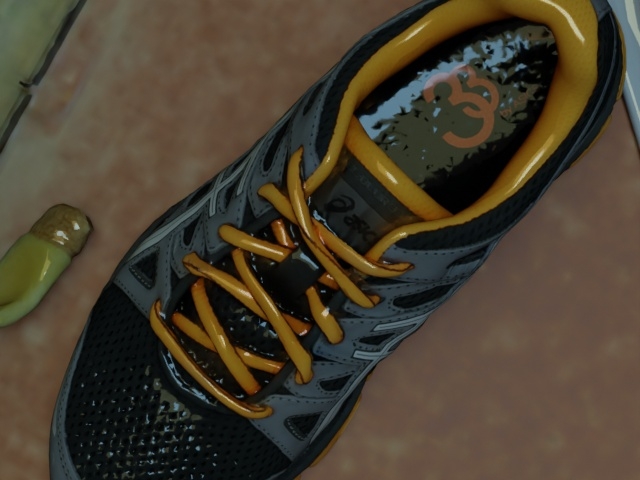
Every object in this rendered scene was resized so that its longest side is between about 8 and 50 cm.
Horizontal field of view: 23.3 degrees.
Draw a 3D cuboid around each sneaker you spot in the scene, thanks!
[{"bbox_3d":[0.000,0.000,0.427,0.084,0.083,0.215,42,92,2],"label":"sneaker"}]

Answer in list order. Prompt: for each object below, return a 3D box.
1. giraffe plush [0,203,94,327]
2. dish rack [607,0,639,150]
[{"bbox_3d":[-0.168,-0.029,0.393,0.181,0.170,0.210,-30,84,-1],"label":"giraffe plush"},{"bbox_3d":[0.265,-0.038,0.428,0.333,0.072,0.285,-16,85,2],"label":"dish rack"}]
